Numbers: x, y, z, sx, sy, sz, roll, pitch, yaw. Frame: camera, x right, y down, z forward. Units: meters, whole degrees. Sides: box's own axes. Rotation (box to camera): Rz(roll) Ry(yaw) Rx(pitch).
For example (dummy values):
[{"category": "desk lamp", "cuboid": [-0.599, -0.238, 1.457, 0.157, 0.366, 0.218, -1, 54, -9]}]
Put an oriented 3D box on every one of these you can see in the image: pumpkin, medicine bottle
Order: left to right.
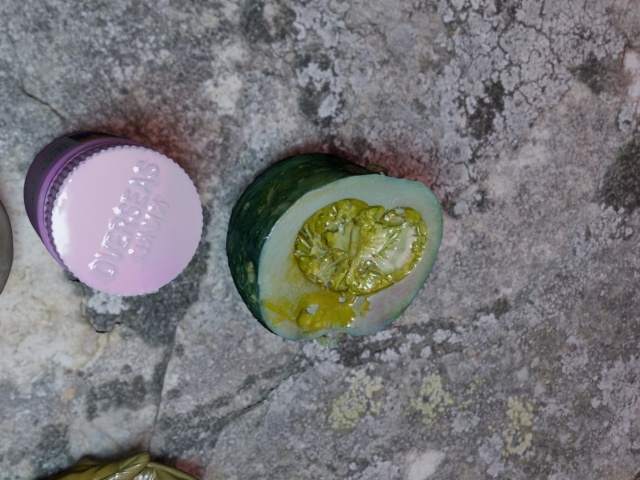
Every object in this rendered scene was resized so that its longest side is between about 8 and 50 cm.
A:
[{"category": "medicine bottle", "cuboid": [-0.263, -0.042, 1.048, 0.178, 0.290, 0.178, -4, 100, -23]}, {"category": "pumpkin", "cuboid": [0.000, 0.000, 1.230, 0.293, 0.197, 0.263, 5, 107, -32]}]

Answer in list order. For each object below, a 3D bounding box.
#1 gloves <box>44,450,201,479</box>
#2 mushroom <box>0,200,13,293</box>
[{"category": "gloves", "cuboid": [-0.324, 0.383, 1.186, 0.331, 0.141, 0.154, -8, 77, -13]}, {"category": "mushroom", "cuboid": [-0.477, 0.031, 0.996, 0.243, 0.243, 0.243, -5, 101, -23]}]
